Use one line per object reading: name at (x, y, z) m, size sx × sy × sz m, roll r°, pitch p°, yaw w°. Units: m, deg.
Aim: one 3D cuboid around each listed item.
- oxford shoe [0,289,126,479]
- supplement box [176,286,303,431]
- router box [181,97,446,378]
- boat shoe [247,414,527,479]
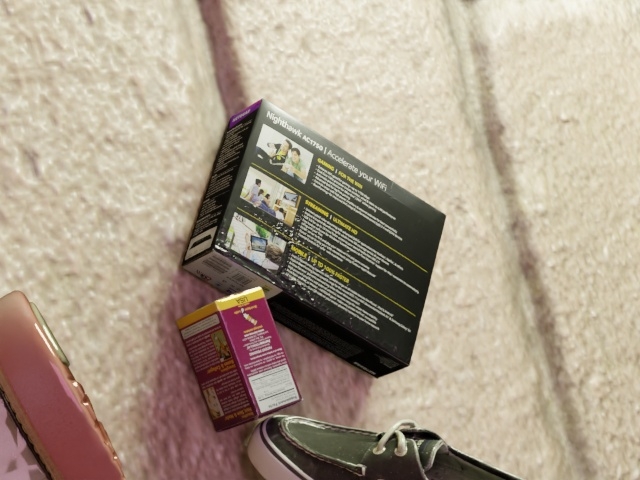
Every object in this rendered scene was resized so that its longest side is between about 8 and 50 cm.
oxford shoe at (-0.150, 0.234, 1.004) m, size 0.146 × 0.140 × 0.397 m, roll -26°, pitch 95°, yaw -9°
supplement box at (-0.055, 0.080, 1.151) m, size 0.043 × 0.055 × 0.083 m, roll -16°, pitch 85°, yaw -39°
router box at (0.000, 0.000, 1.228) m, size 0.179 × 0.046 × 0.133 m, roll 32°, pitch 57°, yaw -24°
boat shoe at (0.060, 0.155, 1.141) m, size 0.219 × 0.070 × 0.078 m, roll 21°, pitch 28°, yaw 8°
